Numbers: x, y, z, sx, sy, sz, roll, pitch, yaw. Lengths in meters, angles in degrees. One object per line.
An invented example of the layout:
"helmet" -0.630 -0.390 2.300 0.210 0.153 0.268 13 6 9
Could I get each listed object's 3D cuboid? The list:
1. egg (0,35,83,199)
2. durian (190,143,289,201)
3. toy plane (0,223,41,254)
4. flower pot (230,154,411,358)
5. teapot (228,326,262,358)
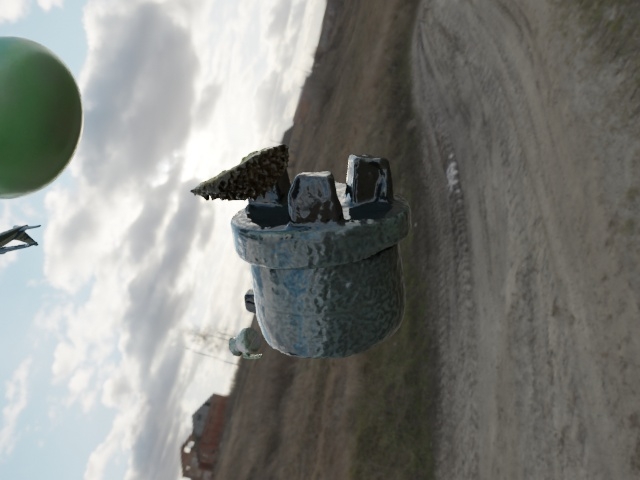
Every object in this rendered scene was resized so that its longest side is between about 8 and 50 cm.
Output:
"egg" -0.512 -0.197 0.826 0.269 0.220 0.220 -57 7 9
"durian" -0.095 -0.079 0.587 0.066 0.130 0.052 67 -175 34
"toy plane" -0.613 0.019 0.900 0.226 0.226 0.058 -37 -56 -57
"flower pot" 0.000 0.000 0.813 0.299 0.299 0.283 -85 -12 -69
"teapot" -0.179 0.254 1.216 0.064 0.083 0.064 -30 9 30
